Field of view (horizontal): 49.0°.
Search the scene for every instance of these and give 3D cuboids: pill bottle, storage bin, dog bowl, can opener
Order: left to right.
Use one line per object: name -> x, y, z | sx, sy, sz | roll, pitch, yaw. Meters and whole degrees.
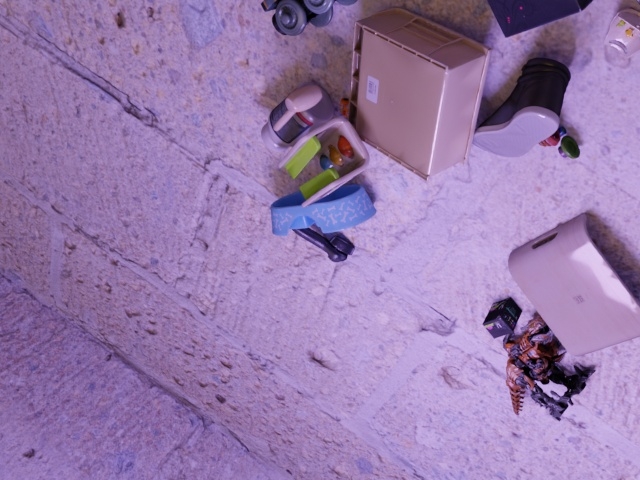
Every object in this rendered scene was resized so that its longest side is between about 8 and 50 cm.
pill bottle -> -0.062, -0.286, 1.673 | 0.108, 0.108, 0.180 | 49, 137, -9
dog bowl -> -0.004, -0.080, 1.775 | 0.297, 0.166, 0.074 | -4, 111, 38
can opener -> 0.000, 0.000, 1.897 | 0.186, 0.059, 0.073 | 29, 95, -9
storage bin -> 0.185, -0.300, 1.430 | 0.260, 0.123, 0.262 | 38, 143, 33

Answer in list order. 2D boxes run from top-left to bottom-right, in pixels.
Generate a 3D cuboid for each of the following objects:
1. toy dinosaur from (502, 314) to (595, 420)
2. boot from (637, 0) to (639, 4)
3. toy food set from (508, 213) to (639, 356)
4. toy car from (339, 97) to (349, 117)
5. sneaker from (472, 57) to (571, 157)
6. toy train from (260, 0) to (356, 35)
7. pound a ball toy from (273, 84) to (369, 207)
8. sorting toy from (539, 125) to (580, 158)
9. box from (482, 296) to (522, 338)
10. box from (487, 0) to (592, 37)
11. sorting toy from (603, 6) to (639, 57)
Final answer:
toy dinosaur -> 0.549, 0.325, 1.764 | 0.218, 0.164, 0.322 | 34, 158, 28
boot -> 0.543, -0.499, 1.085 | 0.179, 0.085, 0.236 | -17, 119, 40
toy food set -> 0.592, 0.108, 1.572 | 0.306, 0.092, 0.220 | 53, 138, -2
toy car -> 0.078, -0.323, 1.592 | 0.060, 0.040, 0.122 | 36, 138, 5
sneaker -> 0.399, -0.261, 1.385 | 0.105, 0.146, 0.296 | 25, 170, -8
toy train -> -0.005, -0.551, 1.401 | 0.334, 0.142, 0.190 | -24, 97, 47
pound a ball toy -> -0.002, -0.213, 1.550 | 0.208, 0.136, 0.319 | 59, 163, -1
sorting toy -> 0.471, -0.196, 1.407 | 0.102, 0.061, 0.042 | 32, 142, -19
box -> 0.449, 0.191, 1.731 | 0.052, 0.083, 0.062 | 48, 138, -9
box -> 0.343, -0.501, 1.152 | 0.270, 0.143, 0.165 | 56, 153, -18
sorting toy -> 0.541, -0.361, 1.235 | 0.083, 0.045, 0.075 | 36, 145, 4
